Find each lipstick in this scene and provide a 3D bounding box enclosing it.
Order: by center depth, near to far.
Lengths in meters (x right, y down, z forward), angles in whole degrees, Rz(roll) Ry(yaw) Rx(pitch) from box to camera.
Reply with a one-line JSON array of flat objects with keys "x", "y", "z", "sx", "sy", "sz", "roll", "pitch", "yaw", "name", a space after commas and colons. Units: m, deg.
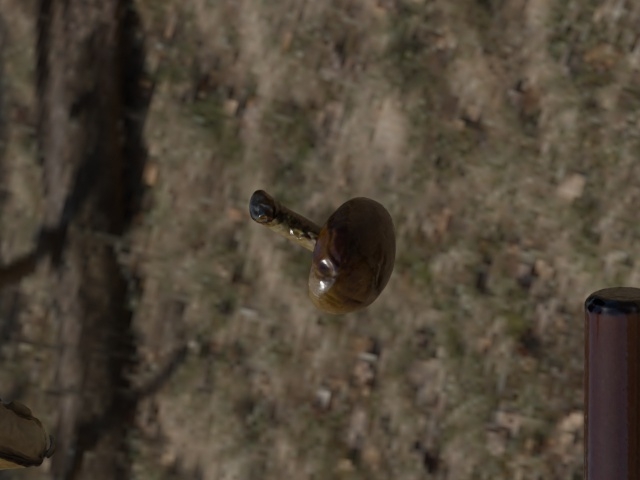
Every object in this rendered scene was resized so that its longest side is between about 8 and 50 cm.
[{"x": 0.206, "y": 0.209, "z": 1.201, "sx": 0.057, "sy": 0.057, "sz": 0.356, "roll": 15, "pitch": 109, "yaw": 58, "name": "lipstick"}]

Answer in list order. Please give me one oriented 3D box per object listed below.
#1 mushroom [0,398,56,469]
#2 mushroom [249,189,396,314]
[{"x": -0.279, "y": 0.097, "z": 1.181, "sx": 0.094, "sy": 0.210, "sz": 0.072, "roll": -22, "pitch": 32, "yaw": 37, "name": "mushroom"}, {"x": 0.006, "y": 0.004, "z": 1.274, "sx": 0.088, "sy": 0.129, "sz": 0.073, "roll": -62, "pitch": 30, "yaw": 4, "name": "mushroom"}]
